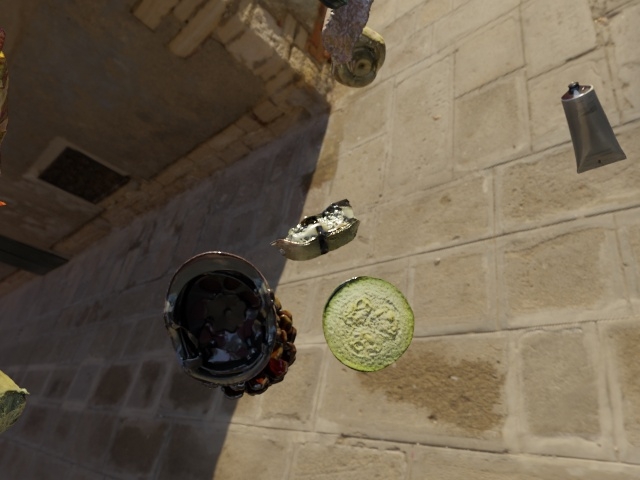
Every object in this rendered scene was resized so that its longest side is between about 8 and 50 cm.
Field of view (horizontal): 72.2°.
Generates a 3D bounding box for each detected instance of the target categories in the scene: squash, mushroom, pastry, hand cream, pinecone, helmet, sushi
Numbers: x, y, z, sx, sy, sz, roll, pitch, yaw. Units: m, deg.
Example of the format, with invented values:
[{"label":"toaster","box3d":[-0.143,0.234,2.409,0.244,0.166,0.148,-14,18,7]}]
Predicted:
[{"label":"squash","box3d":[0.122,0.220,1.178,0.049,0.252,0.251,133,162,-77]},{"label":"mushroom","box3d":[0.088,-0.440,1.054,0.148,0.148,0.112,-36,48,26]},{"label":"pastry","box3d":[0.074,-0.517,0.938,0.264,0.112,0.103,-61,17,-2]},{"label":"hand cream","box3d":[0.519,-0.221,0.851,0.087,0.186,0.054,-18,26,34]},{"label":"pinecone","box3d":[-0.272,0.362,1.531,0.398,0.398,0.397,-29,44,33]},{"label":"helmet","box3d":[-0.243,0.186,1.129,0.271,0.337,0.197,-12,5,-2]},{"label":"sushi","box3d":[-0.005,-0.009,1.276,0.109,0.273,0.134,46,142,29]}]

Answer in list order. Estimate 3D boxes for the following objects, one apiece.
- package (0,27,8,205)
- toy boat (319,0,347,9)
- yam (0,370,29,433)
[{"label":"package","box3d":[-0.445,-0.182,0.506,0.108,0.223,0.288,-37,-13,-48]},{"label":"toy boat","box3d":[0.000,-0.496,0.849,0.141,0.055,0.060,46,125,11]},{"label":"yam","box3d":[-0.575,0.138,0.624,0.083,0.372,0.083,-53,-8,-11]}]
